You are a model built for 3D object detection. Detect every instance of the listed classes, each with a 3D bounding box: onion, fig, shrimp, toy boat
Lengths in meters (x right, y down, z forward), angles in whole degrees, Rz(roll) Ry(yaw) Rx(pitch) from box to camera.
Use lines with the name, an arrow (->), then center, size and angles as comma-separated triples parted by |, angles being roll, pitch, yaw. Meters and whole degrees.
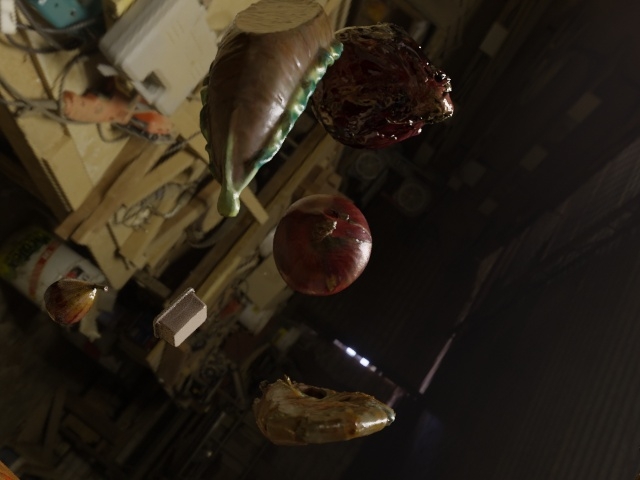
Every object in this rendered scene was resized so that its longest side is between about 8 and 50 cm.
onion -> 0.103, -0.272, 1.142 | 0.281, 0.281, 0.221 | -23, 121, -79
fig -> -0.456, 0.103, 1.183 | 0.125, 0.088, 0.089 | -26, 176, 4
shrimp -> -0.012, 0.202, 0.760 | 0.294, 0.154, 0.062 | 173, -85, -71
onion -> -0.002, 0.004, 1.446 | 0.248, 0.248, 0.161 | -55, 143, -3
toy boat -> -0.045, -0.143, 0.538 | 0.293, 0.109, 0.099 | -76, 168, -51

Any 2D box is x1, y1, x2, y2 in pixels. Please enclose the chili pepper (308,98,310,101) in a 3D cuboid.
chili pepper -> -0.091, -0.339, 1.315 | 0.165, 0.174, 0.261 | 31, 55, -50

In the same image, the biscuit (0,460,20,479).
biscuit -> -0.320, 0.341, 0.689 | 0.078, 0.455, 0.349 | -41, 149, -32

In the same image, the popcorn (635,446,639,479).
popcorn -> 0.480, 0.393, 0.793 | 0.297, 0.280, 0.316 | -31, 151, 28

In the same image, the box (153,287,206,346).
box -> -0.314, 0.177, 1.414 | 0.122, 0.062, 0.089 | -46, 165, -32
